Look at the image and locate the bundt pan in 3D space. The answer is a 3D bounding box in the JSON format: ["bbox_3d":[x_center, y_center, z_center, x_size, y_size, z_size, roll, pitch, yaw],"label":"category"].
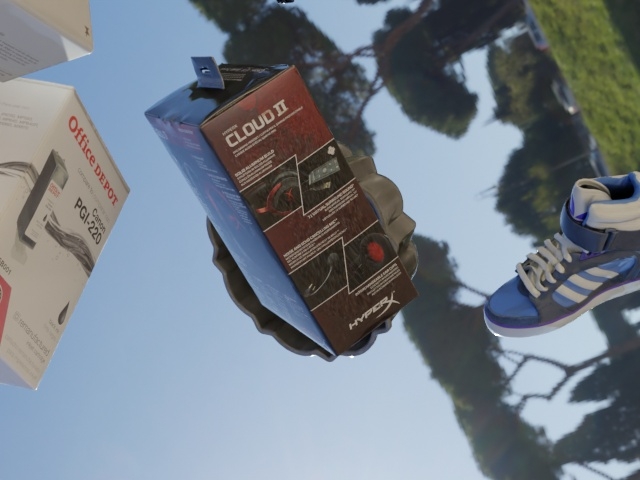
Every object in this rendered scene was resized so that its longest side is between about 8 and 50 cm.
[{"bbox_3d":[0.000,0.000,1.322,0.124,0.331,0.331,-33,-83,-49],"label":"bundt pan"}]

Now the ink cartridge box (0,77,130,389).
[{"bbox_3d":[-0.261,-0.007,0.781,0.158,0.092,0.218,75,-152,-57],"label":"ink cartridge box"}]

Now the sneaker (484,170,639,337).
[{"bbox_3d":[0.385,0.005,1.457,0.130,0.322,0.236,-102,-12,-52],"label":"sneaker"}]

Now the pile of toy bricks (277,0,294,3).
[{"bbox_3d":[-0.098,-0.493,1.622,0.118,0.212,0.105,48,-131,-57],"label":"pile of toy bricks"}]

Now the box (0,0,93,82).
[{"bbox_3d":[-0.233,-0.187,0.675,0.101,0.087,0.102,28,-129,-67],"label":"box"}]

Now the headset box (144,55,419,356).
[{"bbox_3d":[-0.052,-0.053,0.931,0.293,0.110,0.218,60,165,-21],"label":"headset box"}]
